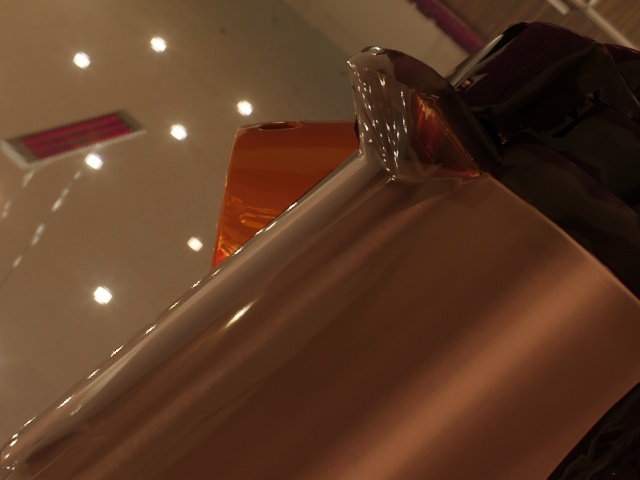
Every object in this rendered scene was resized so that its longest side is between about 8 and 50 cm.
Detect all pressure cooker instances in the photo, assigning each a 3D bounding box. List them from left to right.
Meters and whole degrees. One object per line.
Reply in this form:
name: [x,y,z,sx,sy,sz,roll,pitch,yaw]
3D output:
pressure cooker: [0.088,0.122,0.539,0.375,0.420,0.370,48,173,21]

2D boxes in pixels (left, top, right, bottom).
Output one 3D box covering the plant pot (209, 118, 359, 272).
plant pot: [0.000,0.000,1.094,0.203,0.291,0.291,10,-146,-4]
